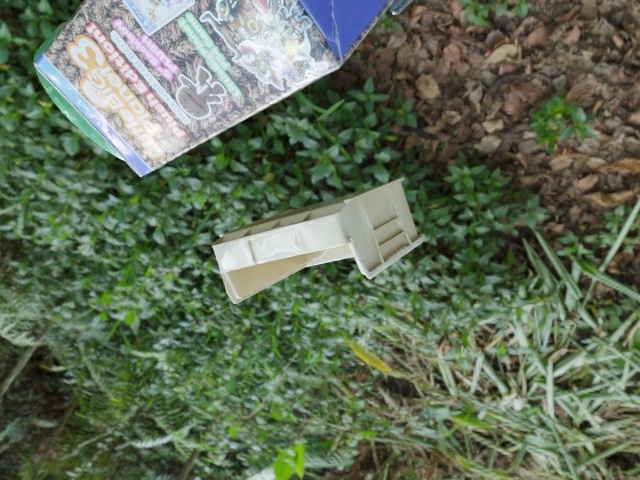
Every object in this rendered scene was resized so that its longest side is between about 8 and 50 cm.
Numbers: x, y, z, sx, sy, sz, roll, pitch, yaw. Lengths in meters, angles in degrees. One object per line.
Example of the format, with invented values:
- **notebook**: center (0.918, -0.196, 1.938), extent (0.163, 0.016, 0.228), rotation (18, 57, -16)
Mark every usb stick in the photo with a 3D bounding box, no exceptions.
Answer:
- **usb stick**: center (0.316, -0.807, 1.751), extent (0.045, 0.077, 0.278), rotation (35, 120, -29)

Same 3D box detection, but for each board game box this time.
- **board game box**: center (-0.074, -0.213, 0.506), extent (0.291, 0.232, 0.141), rotation (-14, 124, 46)

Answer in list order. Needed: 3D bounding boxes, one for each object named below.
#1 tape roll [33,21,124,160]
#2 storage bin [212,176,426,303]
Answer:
- **tape roll**: center (-0.413, -0.292, 1.161), extent (0.077, 0.321, 0.321), rotation (-40, 119, 15)
- **storage bin**: center (0.000, 0.000, 0.969), extent (0.262, 0.260, 0.123), rotation (-13, 97, 32)
